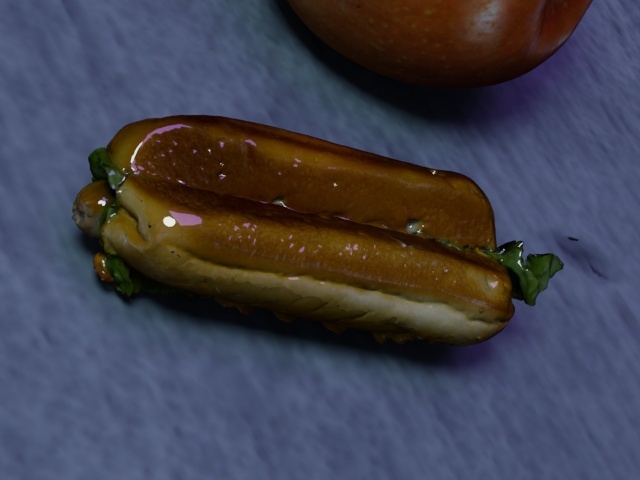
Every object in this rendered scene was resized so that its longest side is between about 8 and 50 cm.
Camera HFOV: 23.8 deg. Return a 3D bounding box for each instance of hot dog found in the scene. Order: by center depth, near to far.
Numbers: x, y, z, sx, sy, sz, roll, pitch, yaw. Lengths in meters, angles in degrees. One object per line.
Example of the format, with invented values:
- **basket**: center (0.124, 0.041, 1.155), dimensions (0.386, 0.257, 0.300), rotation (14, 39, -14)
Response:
- **hot dog**: center (0.000, 0.000, 0.551), dimensions (0.188, 0.055, 0.072), rotation (13, 51, -29)

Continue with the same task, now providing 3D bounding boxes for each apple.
- **apple**: center (0.060, -0.143, 0.648), dimensions (0.139, 0.163, 0.163), rotation (38, 40, 7)
